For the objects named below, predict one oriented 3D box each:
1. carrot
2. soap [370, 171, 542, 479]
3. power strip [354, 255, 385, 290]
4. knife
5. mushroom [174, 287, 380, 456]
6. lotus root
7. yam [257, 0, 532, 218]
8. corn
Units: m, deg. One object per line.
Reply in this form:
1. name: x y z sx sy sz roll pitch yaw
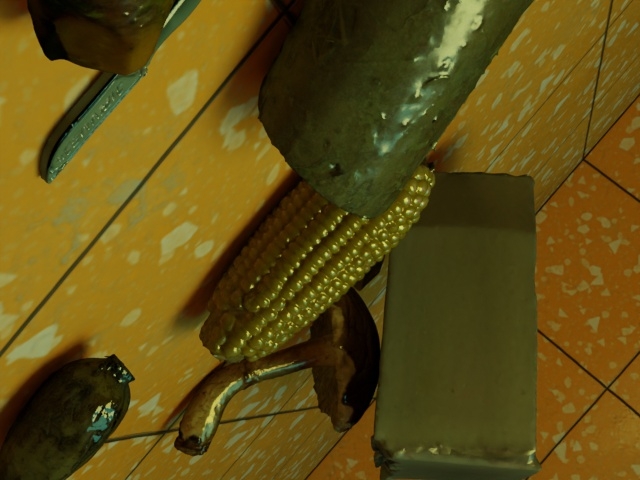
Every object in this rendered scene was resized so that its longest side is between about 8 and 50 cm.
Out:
1. carrot: -0.106 -0.158 0.387 0.082 0.082 0.173 -37 162 -32
2. soap: 0.199 0.130 1.181 0.350 0.212 0.436 73 21 -65
3. power strip: 0.077 0.034 1.302 0.056 0.032 0.123 -39 161 -23
4. knife: -0.122 -0.121 0.535 0.210 0.015 0.028 -49 168 3
5. mushroom: -0.041 0.170 1.126 0.301 0.233 0.207 -13 -173 -42
6. lotus root: -0.243 0.175 0.757 0.179 0.080 0.089 -47 176 9
7. yam: 0.061 -0.164 0.644 0.161 0.161 0.268 -22 151 -55
8. corn: 0.000 0.000 0.893 0.347 0.130 0.130 -46 163 2
